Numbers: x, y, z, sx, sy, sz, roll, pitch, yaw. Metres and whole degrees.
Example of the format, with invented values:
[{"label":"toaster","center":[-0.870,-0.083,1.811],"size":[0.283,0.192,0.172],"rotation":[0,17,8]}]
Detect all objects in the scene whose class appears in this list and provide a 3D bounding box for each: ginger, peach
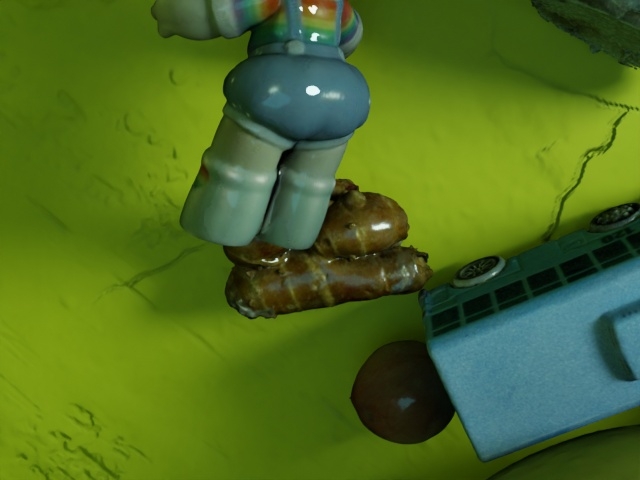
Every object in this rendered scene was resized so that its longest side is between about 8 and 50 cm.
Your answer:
[{"label":"ginger","center":[0.000,0.000,0.798],"size":[0.162,0.073,0.103],"rotation":[-8,121,6]},{"label":"peach","center":[0.064,0.120,0.823],"size":[0.083,0.083,0.083],"rotation":[3,110,8]}]

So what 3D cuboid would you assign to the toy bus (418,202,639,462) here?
[{"label":"toy bus","center":[0.197,0.056,0.749],"size":[0.234,0.133,0.116],"rotation":[-23,104,11]}]

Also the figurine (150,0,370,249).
[{"label":"figurine","center":[0.017,-0.172,0.654],"size":[0.225,0.205,0.381],"rotation":[-12,118,-26]}]

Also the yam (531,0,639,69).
[{"label":"yam","center":[0.222,-0.221,0.649],"size":[0.154,0.154,0.254],"rotation":[15,112,3]}]

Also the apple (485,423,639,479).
[{"label":"apple","center":[0.257,0.339,0.689],"size":[0.474,0.473,0.473],"rotation":[3,110,8]}]
